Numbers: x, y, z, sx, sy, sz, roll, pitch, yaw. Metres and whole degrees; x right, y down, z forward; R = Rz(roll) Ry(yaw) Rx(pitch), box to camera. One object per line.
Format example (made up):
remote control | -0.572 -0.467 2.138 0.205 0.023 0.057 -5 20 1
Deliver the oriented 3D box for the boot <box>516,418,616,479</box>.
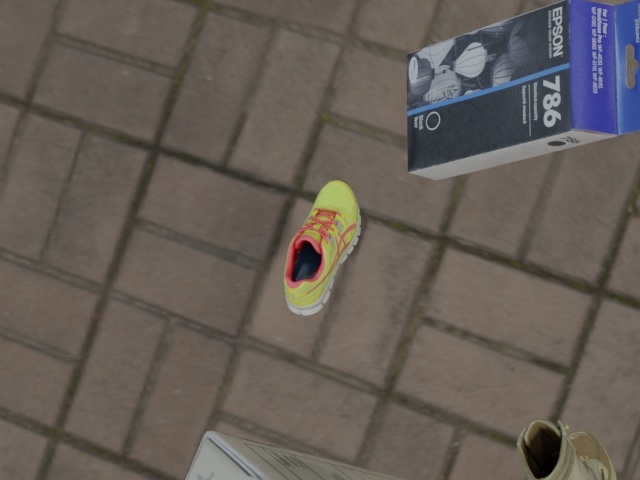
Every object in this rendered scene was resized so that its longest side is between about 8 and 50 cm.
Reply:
boot | 0.313 0.282 1.627 0.077 0.213 0.165 -21 118 23

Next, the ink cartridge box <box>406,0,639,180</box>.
ink cartridge box | 0.241 -0.183 1.529 0.332 0.065 0.165 -13 72 45

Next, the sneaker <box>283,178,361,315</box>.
sneaker | 0.000 0.000 1.826 0.081 0.094 0.208 10 69 19

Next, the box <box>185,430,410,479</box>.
box | 0.073 0.206 0.647 0.148 0.311 0.121 29 97 56
